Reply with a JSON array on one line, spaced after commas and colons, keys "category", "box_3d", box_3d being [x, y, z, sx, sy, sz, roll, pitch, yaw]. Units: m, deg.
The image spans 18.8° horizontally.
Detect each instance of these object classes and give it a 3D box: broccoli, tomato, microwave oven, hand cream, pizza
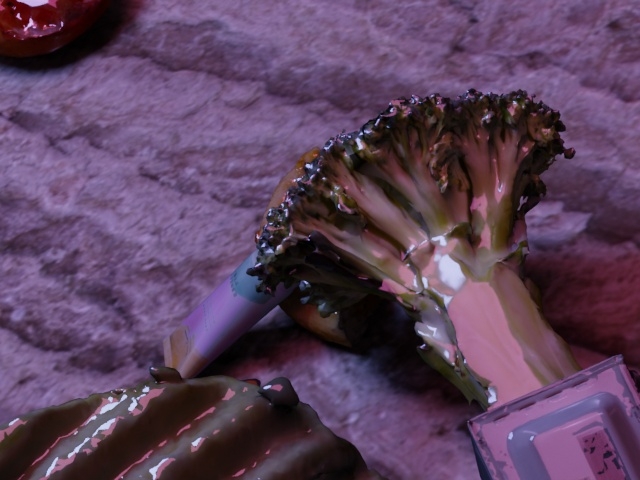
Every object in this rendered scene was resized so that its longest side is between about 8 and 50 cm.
[{"category": "broccoli", "box_3d": [0.141, 0.043, 1.509, 0.361, 0.221, 0.252, 39, 50, 19]}, {"category": "tomato", "box_3d": [-0.338, -0.292, 2.130, 0.233, 0.139, 0.200, 33, 66, 5]}, {"category": "microwave oven", "box_3d": [0.197, 0.205, 1.283, 0.122, 0.162, 0.208, -23, 67, -2]}, {"category": "hand cream", "box_3d": [-0.077, 0.061, 1.663, 0.174, 0.047, 0.076, -42, 33, 24]}, {"category": "pizza", "box_3d": [0.000, -0.002, 1.720, 0.127, 0.058, 0.246, -9, 44, 15]}]

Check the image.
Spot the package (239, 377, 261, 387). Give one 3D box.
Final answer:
[{"category": "package", "box_3d": [-0.088, 0.157, 1.608, 0.077, 0.033, 0.110, -35, 22, 21]}]

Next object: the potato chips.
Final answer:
[{"category": "potato chips", "box_3d": [-0.078, 0.270, 1.335, 0.389, 0.097, 0.373, -14, 65, -17]}]
